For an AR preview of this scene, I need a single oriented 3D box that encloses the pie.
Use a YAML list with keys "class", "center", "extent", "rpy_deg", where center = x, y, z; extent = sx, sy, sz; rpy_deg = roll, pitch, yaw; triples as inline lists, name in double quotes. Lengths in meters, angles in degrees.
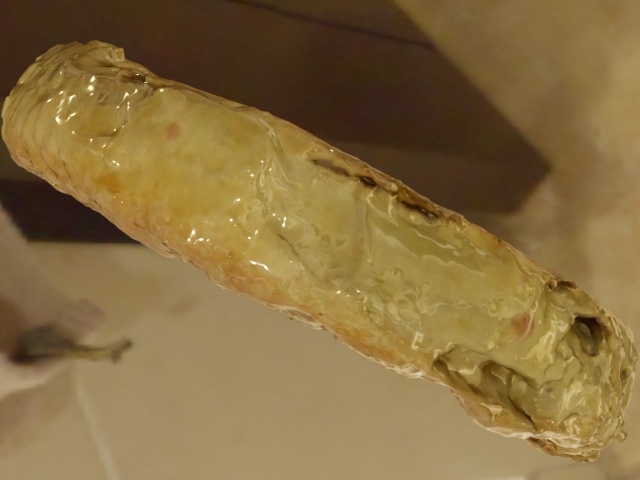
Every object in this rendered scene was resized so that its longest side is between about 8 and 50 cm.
- class: "pie"
  center: [0.000, 0.000, 0.812]
  extent: [0.339, 0.339, 0.083]
  rpy_deg: [30, 92, 31]
